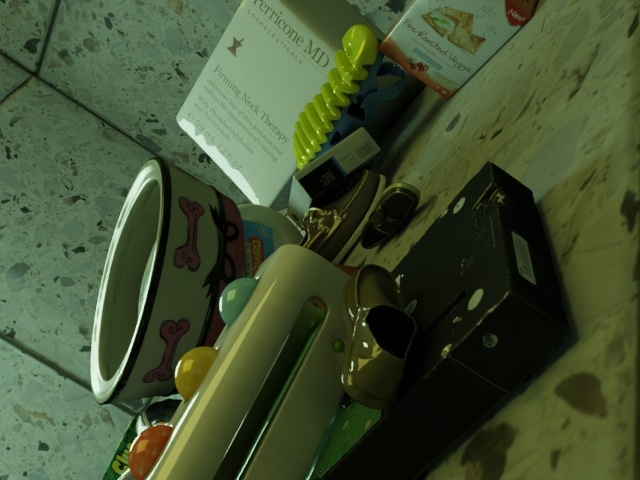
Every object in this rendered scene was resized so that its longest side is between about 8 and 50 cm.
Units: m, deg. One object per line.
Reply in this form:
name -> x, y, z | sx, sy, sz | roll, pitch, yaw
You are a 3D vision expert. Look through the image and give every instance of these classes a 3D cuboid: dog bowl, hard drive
dog bowl -> -0.258, 0.076, 1.216 | 0.408, 0.150, 0.408 | -39, 44, 52
hard drive -> 0.071, 0.111, 0.650 | 0.339, 0.064, 0.237 | -51, 10, 27

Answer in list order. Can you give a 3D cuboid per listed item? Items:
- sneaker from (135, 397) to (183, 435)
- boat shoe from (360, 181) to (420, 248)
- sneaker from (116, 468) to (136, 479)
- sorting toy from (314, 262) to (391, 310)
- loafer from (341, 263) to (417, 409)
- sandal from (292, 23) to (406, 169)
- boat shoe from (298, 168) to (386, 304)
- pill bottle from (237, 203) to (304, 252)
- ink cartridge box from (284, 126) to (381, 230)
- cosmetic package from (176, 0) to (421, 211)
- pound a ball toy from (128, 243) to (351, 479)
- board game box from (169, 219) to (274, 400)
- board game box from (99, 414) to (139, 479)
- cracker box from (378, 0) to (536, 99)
sneaker -> -0.169, 0.290, 1.048 | 0.128, 0.126, 0.321 | -55, 29, -4
boat shoe -> 0.099, -0.030, 1.051 | 0.152, 0.056, 0.049 | 120, 174, -60
sneaker -> -0.341, 0.501, 1.243 | 0.366, 0.137, 0.210 | -61, 12, -7
sorting toy -> -0.037, 0.133, 0.957 | 0.365, 0.126, 0.127 | -48, 12, 40
loafer -> 0.049, 0.065, 0.568 | 0.050, 0.056, 0.148 | -50, 21, 31
sandal -> 0.054, -0.244, 1.375 | 0.317, 0.138, 0.126 | -52, 37, 36
boat shoe -> 0.000, 0.000, 1.312 | 0.324, 0.096, 0.116 | -56, 8, 2
pill bottle -> -0.205, 0.116, 1.602 | 0.392, 0.224, 0.224 | -47, 13, 43
ink cartridge box -> 0.016, -0.108, 1.461 | 0.165, 0.065, 0.333 | -37, -4, -10
cosmetic package -> -0.045, -0.329, 1.656 | 0.394, 0.329, 0.327 | -53, -17, 29
pound a ball toy -> -0.095, 0.175, 0.687 | 0.319, 0.135, 0.208 | -61, 10, -25
board game box -> -0.174, 0.172, 1.267 | 0.302, 0.086, 0.308 | -52, 34, 40
board game box -> -0.375, 0.480, 1.518 | 0.030, 0.136, 0.260 | -55, 10, 19
cracker box -> 0.220, -0.355, 1.193 | 0.232, 0.155, 0.067 | -45, 15, 55
